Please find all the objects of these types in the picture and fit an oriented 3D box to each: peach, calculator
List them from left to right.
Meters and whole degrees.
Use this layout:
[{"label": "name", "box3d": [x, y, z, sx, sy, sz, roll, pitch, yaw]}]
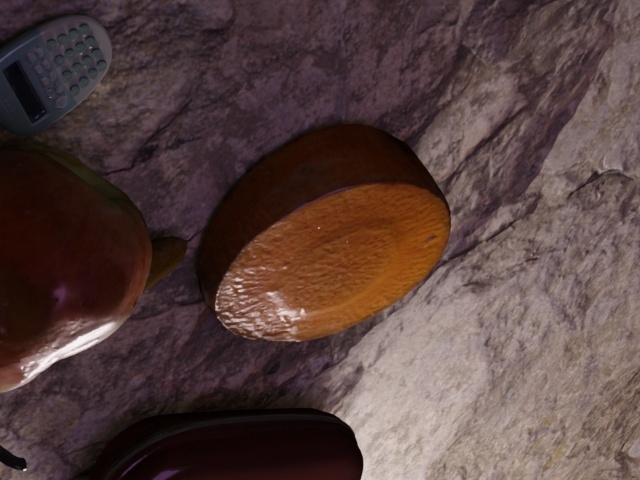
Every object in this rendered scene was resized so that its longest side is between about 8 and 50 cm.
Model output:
[{"label": "peach", "box3d": [-0.271, 0.032, 1.128, 0.235, 0.214, 0.214, -49, 141, 13]}, {"label": "calculator", "box3d": [-0.256, -0.147, 1.128, 0.153, 0.021, 0.095, -36, 139, -14]}]

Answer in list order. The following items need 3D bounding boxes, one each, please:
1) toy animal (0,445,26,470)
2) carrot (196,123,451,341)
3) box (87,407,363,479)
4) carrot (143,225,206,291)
[{"label": "toy animal", "box3d": [-0.417, 0.179, 1.164, 0.269, 0.137, 0.082, 10, 112, -51]}, {"label": "carrot", "box3d": [0.000, 0.000, 1.433, 0.307, 0.100, 0.258, -21, 136, -18]}, {"label": "box", "box3d": [-0.125, 0.326, 1.565, 0.404, 0.108, 0.263, 5, 119, -43]}, {"label": "carrot", "box3d": [-0.238, 0.057, 1.281, 0.298, 0.078, 0.078, -28, 137, -28]}]
